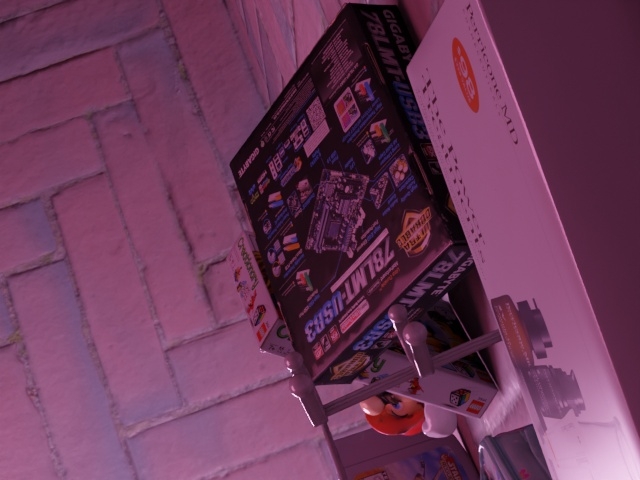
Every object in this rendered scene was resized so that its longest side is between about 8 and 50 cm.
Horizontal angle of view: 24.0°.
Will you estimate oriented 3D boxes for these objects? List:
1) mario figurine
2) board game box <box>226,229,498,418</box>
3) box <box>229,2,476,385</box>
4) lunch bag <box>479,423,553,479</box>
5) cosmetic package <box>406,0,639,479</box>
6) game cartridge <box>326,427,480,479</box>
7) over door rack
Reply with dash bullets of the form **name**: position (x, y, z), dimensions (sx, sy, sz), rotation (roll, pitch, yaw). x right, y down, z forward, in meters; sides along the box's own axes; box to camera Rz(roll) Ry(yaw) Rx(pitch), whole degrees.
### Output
- **mario figurine**: position (0.091, 0.160, 2.046), dimensions (0.198, 0.170, 0.320), rotation (-96, -3, -48)
- **board game box**: position (0.048, 0.100, 1.781), dimensions (0.053, 0.305, 0.193), rotation (-59, 28, 21)
- **box**: position (0.032, -0.043, 1.569), dimensions (0.295, 0.073, 0.293), rotation (-50, 54, 44)
- **lunch bag**: position (0.223, 0.289, 1.335), dimensions (0.279, 0.108, 0.224), rotation (-120, 11, -69)
- **cosmetic package**: position (0.170, 0.025, 0.927), dimensions (0.284, 0.097, 0.377), rotation (128, 123, -82)
- **game cartridge**: position (0.145, 0.392, 2.221), dimensions (0.062, 0.198, 0.297), rotation (75, 173, -51)
- **over door rack**: position (0.106, 0.134, 1.284), dimensions (0.324, 0.239, 0.108), rotation (-116, 2, -62)
